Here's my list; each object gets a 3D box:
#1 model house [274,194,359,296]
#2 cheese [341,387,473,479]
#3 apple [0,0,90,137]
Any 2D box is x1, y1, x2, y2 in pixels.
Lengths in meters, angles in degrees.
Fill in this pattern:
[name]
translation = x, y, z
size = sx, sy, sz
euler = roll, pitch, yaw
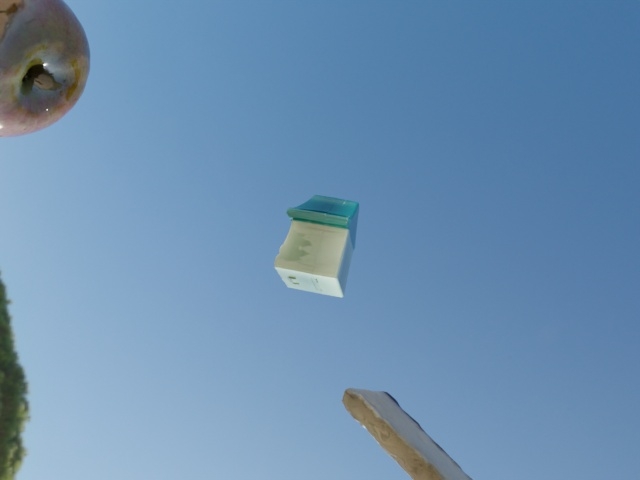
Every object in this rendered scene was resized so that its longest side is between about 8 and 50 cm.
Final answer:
[model house]
translation = 0.000, 0.000, 0.899
size = 0.101, 0.127, 0.148
euler = 12, -108, 11
[cheese]
translation = 0.165, 0.273, 0.520
size = 0.400, 0.085, 0.034
euler = 39, -82, 36
[apple]
translation = -0.367, -0.214, 0.642
size = 0.174, 0.188, 0.188
euler = 33, -77, 11
